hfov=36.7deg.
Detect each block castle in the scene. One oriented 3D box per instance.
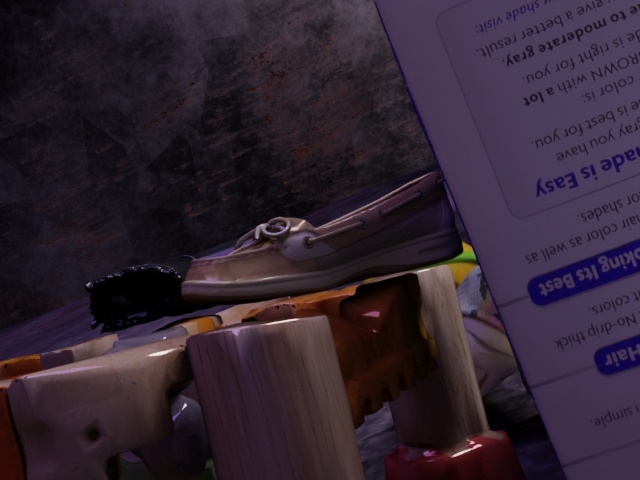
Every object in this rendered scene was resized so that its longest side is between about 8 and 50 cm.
[{"bbox_3d":[-0.133,0.165,0.507,0.453,0.212,0.303,-13,-2,19],"label":"block castle"}]

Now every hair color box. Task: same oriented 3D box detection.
[{"bbox_3d":[0.160,-0.029,0.463,0.185,0.338,0.110,-21,8,10],"label":"hair color box"}]

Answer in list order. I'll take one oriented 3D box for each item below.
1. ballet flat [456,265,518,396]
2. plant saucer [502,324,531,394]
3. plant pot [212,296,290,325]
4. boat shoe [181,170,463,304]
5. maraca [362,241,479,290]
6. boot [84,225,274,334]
[{"bbox_3d":[0.108,0.085,0.711,0.079,0.077,0.221,-50,-6,-27],"label":"ballet flat"},{"bbox_3d":[0.214,0.051,0.598,0.188,0.045,0.188,-21,-33,8],"label":"plant saucer"},{"bbox_3d":[-0.147,0.140,1.376,0.236,0.032,0.236,-21,8,3],"label":"plant pot"},{"bbox_3d":[0.001,0.000,0.477,0.153,0.048,0.056,-11,-1,-24],"label":"boat shoe"},{"bbox_3d":[0.127,0.043,0.999,0.186,0.099,0.127,-10,-23,-16],"label":"maraca"},{"bbox_3d":[-0.078,0.023,0.600,0.121,0.045,0.099,-21,-6,16],"label":"boot"}]
